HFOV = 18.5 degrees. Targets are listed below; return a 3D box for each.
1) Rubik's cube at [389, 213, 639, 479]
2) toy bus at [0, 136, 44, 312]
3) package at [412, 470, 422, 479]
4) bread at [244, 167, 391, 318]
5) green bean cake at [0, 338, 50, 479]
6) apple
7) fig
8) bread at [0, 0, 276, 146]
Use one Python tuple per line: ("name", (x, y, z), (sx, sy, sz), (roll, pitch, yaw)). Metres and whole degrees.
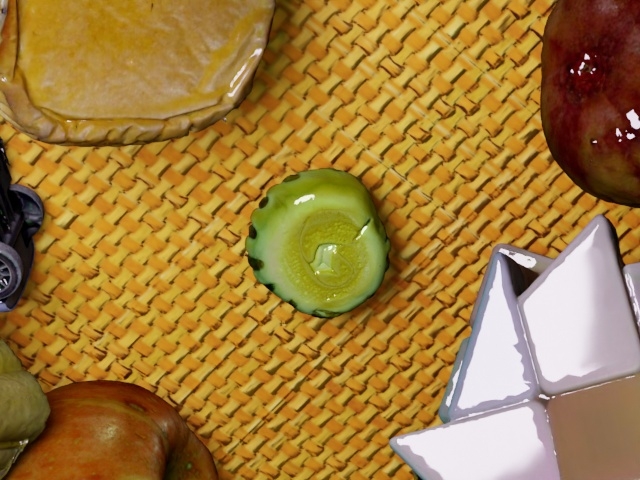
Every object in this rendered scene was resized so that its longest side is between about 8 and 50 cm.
("Rubik's cube", (0.266, 0.163, 1.730), (0.368, 0.358, 0.387), (-16, 79, 11))
("toy bus", (-0.332, -0.076, 1.646), (0.133, 0.125, 0.292), (-10, 118, 10))
("package", (0.147, 0.321, 1.950), (0.168, 0.090, 0.226), (10, 112, -10))
("bread", (0.000, 0.000, 1.762), (0.130, 0.071, 0.139), (-39, 115, 11))
("green bean cake", (-0.387, 0.146, 1.708), (0.236, 0.233, 0.124), (-50, 158, 19))
("apple", (-0.222, 0.253, 1.813), (0.226, 0.246, 0.246), (-12, 121, 18))
("fig", (0.329, -0.117, 1.701), (0.321, 0.217, 0.217), (13, 121, -47))
("bread", (-0.171, -0.188, 1.554), (0.253, 0.142, 0.227), (1, 112, -33))
